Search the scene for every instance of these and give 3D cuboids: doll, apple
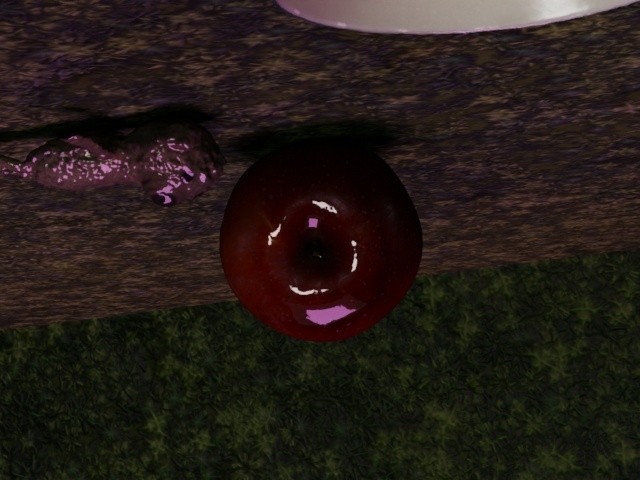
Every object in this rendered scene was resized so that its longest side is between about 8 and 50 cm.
[{"bbox_3d":[-0.243,-0.078,1.785,0.285,0.091,0.203,9,156,-16],"label":"doll"},{"bbox_3d":[0.000,0.000,1.937,0.218,0.218,0.201,-6,-166,7],"label":"apple"}]

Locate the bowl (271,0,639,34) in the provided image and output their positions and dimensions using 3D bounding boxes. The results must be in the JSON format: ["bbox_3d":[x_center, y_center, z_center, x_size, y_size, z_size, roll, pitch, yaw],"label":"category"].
[{"bbox_3d":[0.082,-0.197,0.975,0.237,0.126,0.238,-5,171,-1],"label":"bowl"}]
